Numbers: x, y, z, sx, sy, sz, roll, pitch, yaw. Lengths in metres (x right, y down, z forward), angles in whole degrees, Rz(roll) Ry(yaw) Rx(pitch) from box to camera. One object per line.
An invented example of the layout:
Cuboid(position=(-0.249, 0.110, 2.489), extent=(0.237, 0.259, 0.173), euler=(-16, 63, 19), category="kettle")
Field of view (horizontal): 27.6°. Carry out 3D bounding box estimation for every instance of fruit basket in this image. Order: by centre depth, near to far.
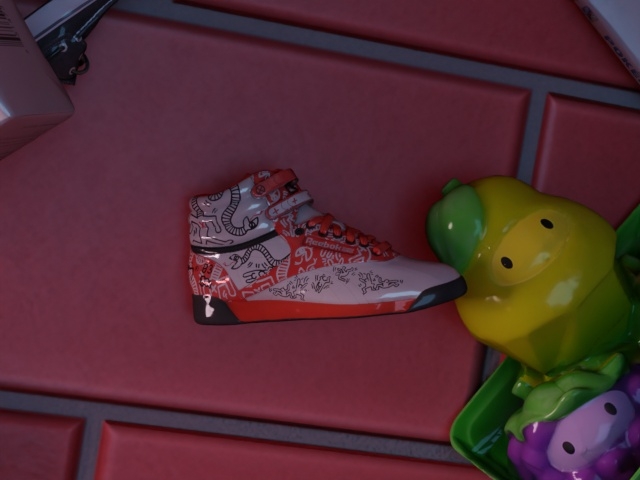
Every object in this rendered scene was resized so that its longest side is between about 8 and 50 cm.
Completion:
Cuboid(position=(0.274, 0.085, 1.271), extent=(0.392, 0.283, 0.392), euler=(-8, 109, -24), category="fruit basket")

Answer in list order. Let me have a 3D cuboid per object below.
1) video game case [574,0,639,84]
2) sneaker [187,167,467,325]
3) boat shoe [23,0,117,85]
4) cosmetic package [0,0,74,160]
Cuboid(position=(0.437, -0.294, 1.364), extent=(0.329, 0.036, 0.300), euler=(-41, 97, -6), category="video game case")
Cuboid(position=(-0.001, 0.000, 1.235), extent=(0.270, 0.090, 0.144), euler=(-5, 92, 17), category="sneaker")
Cuboid(position=(-0.258, -0.171, 1.213), extent=(0.228, 0.080, 0.076), euler=(-39, 107, -6), category="boat shoe")
Cuboid(position=(-0.425, -0.093, 1.052), extent=(0.385, 0.156, 0.217), euler=(-28, 92, 12), category="cosmetic package")
